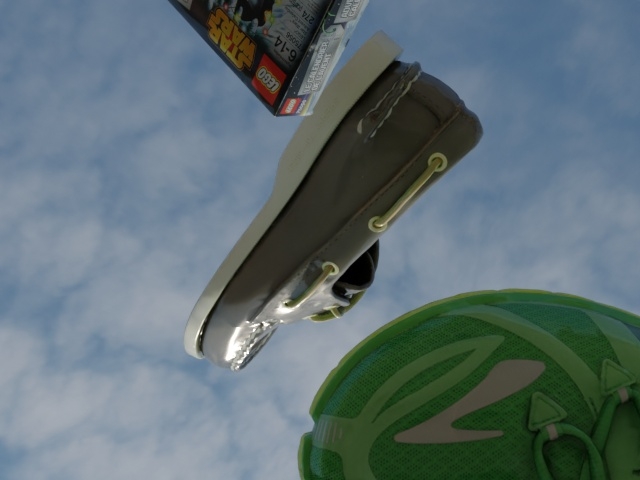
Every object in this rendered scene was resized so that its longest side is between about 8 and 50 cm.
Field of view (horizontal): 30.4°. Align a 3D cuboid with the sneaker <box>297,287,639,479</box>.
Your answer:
[{"bbox_3d":[0.139,0.086,0.451,0.295,0.123,0.110,7,-83,0],"label":"sneaker"}]

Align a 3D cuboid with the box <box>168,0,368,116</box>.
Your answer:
[{"bbox_3d":[-0.033,-0.137,0.561,0.137,0.027,0.094,48,-53,28],"label":"box"}]

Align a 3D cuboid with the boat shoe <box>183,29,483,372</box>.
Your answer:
[{"bbox_3d":[-0.002,0.002,0.773,0.091,0.109,0.305,36,-48,3],"label":"boat shoe"}]
